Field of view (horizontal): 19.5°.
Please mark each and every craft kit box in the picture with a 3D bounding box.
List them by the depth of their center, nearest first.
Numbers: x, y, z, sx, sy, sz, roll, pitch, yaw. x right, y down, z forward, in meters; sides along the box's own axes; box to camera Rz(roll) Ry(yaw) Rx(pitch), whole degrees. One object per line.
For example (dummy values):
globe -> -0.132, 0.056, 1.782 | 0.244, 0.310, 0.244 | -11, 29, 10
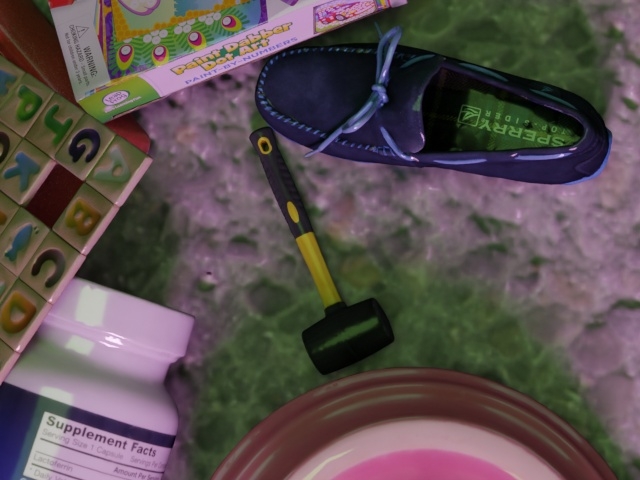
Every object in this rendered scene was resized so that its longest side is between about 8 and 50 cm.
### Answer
craft kit box -> -0.090, -0.241, 1.361 | 0.247, 0.061, 0.249 | -21, 68, 4

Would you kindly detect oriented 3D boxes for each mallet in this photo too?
mallet -> 0.000, 0.000, 1.343 | 0.062, 0.039, 0.189 | -18, 75, 9

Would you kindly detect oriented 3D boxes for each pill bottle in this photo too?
pill bottle -> -0.187, 0.157, 1.295 | 0.153, 0.153, 0.264 | 17, 85, 13

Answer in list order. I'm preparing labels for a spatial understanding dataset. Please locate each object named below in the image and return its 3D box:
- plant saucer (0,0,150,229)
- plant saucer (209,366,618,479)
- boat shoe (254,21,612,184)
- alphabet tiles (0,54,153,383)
plant saucer -> -0.303, -0.080, 1.398 | 0.259, 0.048, 0.258 | -43, 75, 4
plant saucer -> 0.066, 0.246, 1.229 | 0.332, 0.084, 0.332 | 1, 79, -4
boat shoe -> 0.077, -0.103, 1.313 | 0.258, 0.089, 0.109 | 5, 83, 11
alphabet tiles -> -0.240, 0.001, 1.297 | 0.198, 0.009, 0.237 | 33, 88, 41
